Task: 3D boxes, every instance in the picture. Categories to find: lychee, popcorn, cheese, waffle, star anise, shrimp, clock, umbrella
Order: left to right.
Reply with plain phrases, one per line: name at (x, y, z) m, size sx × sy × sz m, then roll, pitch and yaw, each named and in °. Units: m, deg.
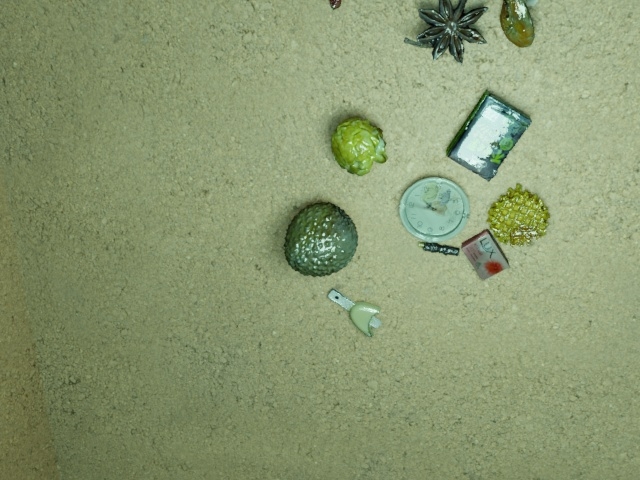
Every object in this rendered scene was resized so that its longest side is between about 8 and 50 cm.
lychee at (0.000, 0.000, 2.030) m, size 0.255 × 0.274 × 0.255 m, roll 26°, pitch 132°, yaw 32°
cheese at (0.131, 0.262, 2.207) m, size 0.235 × 0.050 × 0.127 m, roll 33°, pitch 118°, yaw 0°
popcorn at (0.135, -0.308, 1.923) m, size 0.212 × 0.198 × 0.198 m, roll 5°, pitch 115°, yaw -17°
clock at (0.389, -0.108, 1.993) m, size 0.236 × 0.053 × 0.237 m, roll 5°, pitch 115°, yaw 12°
umbrella at (0.415, 0.029, 2.050) m, size 0.143 × 0.040 × 0.037 m, roll 10°, pitch 122°, yaw 11°
star anise at (0.379, -0.638, 1.768) m, size 0.262 × 0.081 × 0.230 m, roll -19°, pitch 106°, yaw 8°
shrimp at (0.558, -0.649, 1.688) m, size 0.115 × 0.051 × 0.217 m, roll 24°, pitch 157°, yaw 44°
waffle at (0.656, -0.070, 1.933) m, size 0.193 × 0.070 × 0.197 m, roll -39°, pitch 98°, yaw 23°

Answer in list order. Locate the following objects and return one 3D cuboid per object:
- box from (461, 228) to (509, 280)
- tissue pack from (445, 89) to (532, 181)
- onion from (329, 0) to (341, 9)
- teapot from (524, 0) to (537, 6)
box at (0.568, 0.050, 2.011) m, size 0.111 × 0.060 × 0.156 m, roll -33°, pitch 102°, yaw 22°
tissue pack at (0.532, -0.330, 1.858) m, size 0.173 × 0.073 × 0.236 m, roll 30°, pitch 116°, yaw 1°
onion at (0.029, -0.809, 1.774) m, size 0.173 × 0.136 × 0.198 m, roll -10°, pitch 149°, yaw 0°
teapot at (0.650, -0.793, 1.616) m, size 0.208 × 0.165 × 0.300 m, roll 45°, pitch 126°, yaw 13°
